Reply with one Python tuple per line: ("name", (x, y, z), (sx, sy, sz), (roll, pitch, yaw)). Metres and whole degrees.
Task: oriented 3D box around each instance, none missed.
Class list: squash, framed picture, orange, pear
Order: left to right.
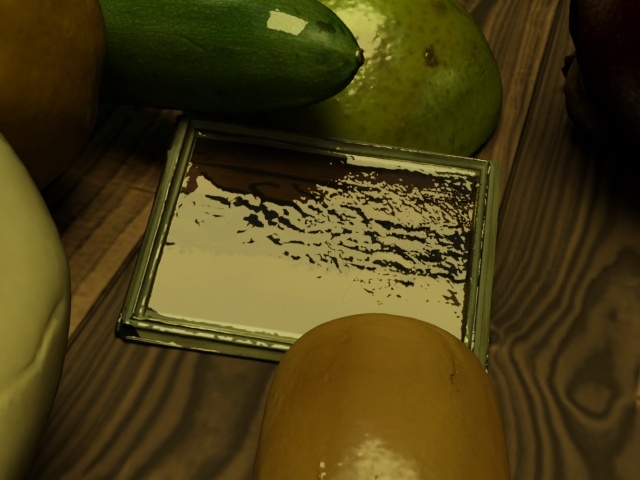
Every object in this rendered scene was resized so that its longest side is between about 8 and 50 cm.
("orange", (-0.283, -0.130, 0.698), (0.279, 0.279, 0.235), (-4, 19, -11))
("squash", (-0.142, -0.157, 0.824), (0.395, 0.107, 0.107), (12, 36, 37))
("pear", (-0.005, -0.140, 0.867), (0.288, 0.139, 0.239), (22, 53, 17))
("framed picture", (0.000, 0.000, 0.735), (0.252, 0.014, 0.197), (8, 58, 3))

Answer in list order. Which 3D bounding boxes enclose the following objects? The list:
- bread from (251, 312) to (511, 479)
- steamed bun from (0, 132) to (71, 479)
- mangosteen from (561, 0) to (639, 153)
("bread", (0.036, 0.124, 0.576), (0.147, 0.098, 0.217), (7, 41, -4))
("steamed bun", (-0.304, 0.057, 0.480), (0.334, 0.233, 0.312), (34, 47, -21))
("mangosteen", (0.331, -0.158, 0.827), (0.297, 0.293, 0.297), (37, 32, -29))
